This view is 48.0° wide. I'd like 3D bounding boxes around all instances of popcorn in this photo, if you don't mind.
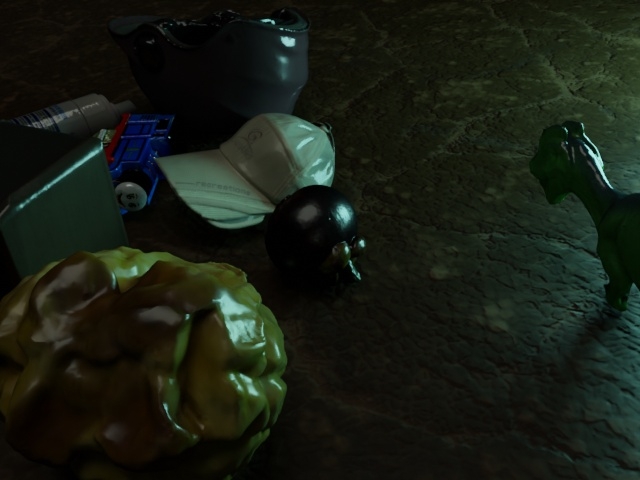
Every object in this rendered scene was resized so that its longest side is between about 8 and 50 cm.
[{"bbox_3d":[-0.170,0.111,0.669,0.265,0.225,0.332,4,14,-12],"label":"popcorn"}]

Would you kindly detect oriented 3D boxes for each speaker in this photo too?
[{"bbox_3d":[-0.318,0.011,0.786,0.153,0.231,0.192,13,40,21],"label":"speaker"}]

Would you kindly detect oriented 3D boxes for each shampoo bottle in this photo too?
[{"bbox_3d":[-0.436,-0.165,1.151,0.303,0.092,0.092,-29,43,-29],"label":"shampoo bottle"}]

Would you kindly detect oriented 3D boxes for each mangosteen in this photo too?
[{"bbox_3d":[0.000,0.000,0.883,0.140,0.140,0.140,-2,37,2],"label":"mangosteen"}]

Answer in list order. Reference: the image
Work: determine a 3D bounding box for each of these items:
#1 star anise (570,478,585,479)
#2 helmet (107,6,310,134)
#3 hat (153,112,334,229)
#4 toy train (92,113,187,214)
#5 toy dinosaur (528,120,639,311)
[{"bbox_3d":[0.295,0.246,0.559,0.208,0.063,0.172,-5,38,-2],"label":"star anise"},{"bbox_3d":[-0.174,-0.279,1.191,0.338,0.197,0.271,3,24,19],"label":"helmet"},{"bbox_3d":[-0.110,-0.124,1.014,0.226,0.164,0.219,14,23,-37],"label":"hat"},{"bbox_3d":[-0.281,-0.113,1.075,0.131,0.082,0.204,0,37,2],"label":"toy train"},{"bbox_3d":[0.364,-0.023,0.637,0.144,0.500,0.374,-21,75,-10],"label":"toy dinosaur"}]
